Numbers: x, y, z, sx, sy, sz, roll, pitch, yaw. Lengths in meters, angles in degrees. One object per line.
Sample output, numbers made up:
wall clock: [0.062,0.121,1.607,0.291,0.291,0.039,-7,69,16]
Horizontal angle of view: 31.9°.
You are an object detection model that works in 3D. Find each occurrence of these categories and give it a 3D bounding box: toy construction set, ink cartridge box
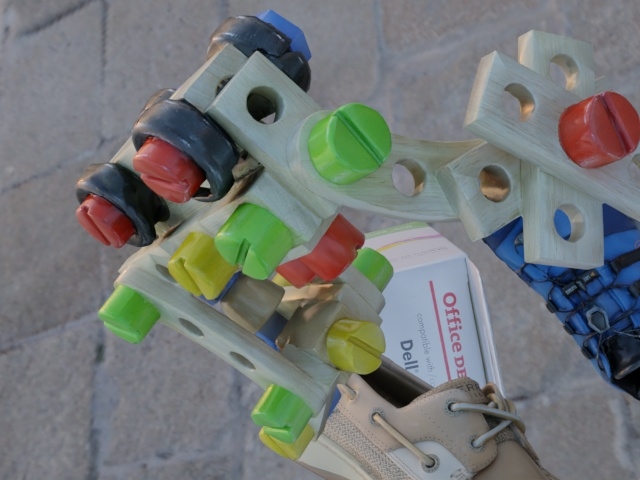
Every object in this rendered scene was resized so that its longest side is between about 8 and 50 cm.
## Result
toy construction set: [0.000,0.000,0.552,0.328,0.215,0.151,-34,19,48]
ink cartridge box: [0.109,0.107,1.262,0.119,0.353,0.207,-12,99,-3]

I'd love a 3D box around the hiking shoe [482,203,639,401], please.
hiking shoe: [0.241,0.042,0.926,0.113,0.304,0.132,-41,30,24]

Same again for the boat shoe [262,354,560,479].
boat shoe: [0.094,0.157,0.838,0.341,0.122,0.110,21,98,37]
